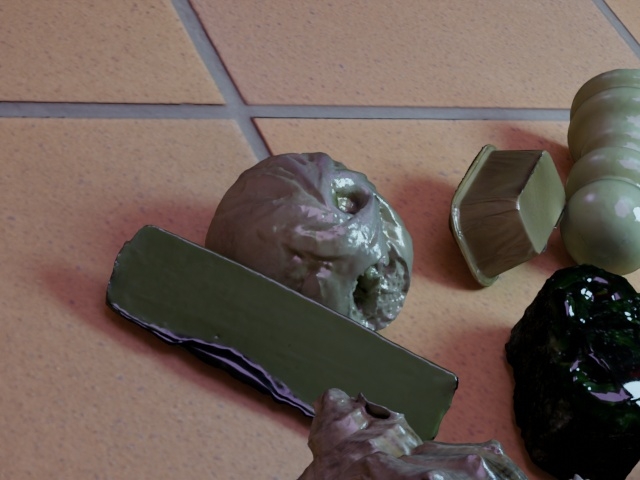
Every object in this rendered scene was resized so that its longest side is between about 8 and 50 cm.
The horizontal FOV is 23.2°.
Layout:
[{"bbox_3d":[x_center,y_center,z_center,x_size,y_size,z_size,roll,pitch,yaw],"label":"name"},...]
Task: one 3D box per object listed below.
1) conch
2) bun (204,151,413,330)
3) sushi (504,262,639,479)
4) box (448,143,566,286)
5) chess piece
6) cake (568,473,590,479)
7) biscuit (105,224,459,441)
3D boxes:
[{"bbox_3d":[0.098,0.226,1.194,0.291,0.210,0.159,49,52,5],"label":"conch"},{"bbox_3d":[0.000,0.000,1.460,0.193,0.128,0.178,39,38,14],"label":"bun"},{"bbox_3d":[0.253,0.119,1.458,0.124,0.127,0.225,17,36,-10],"label":"sushi"},{"bbox_3d":[0.188,-0.030,1.621,0.111,0.111,0.177,30,37,6],"label":"box"},{"bbox_3d":[0.331,-0.062,1.718,0.144,0.144,0.251,23,42,-2],"label":"chess piece"},{"bbox_3d":[0.245,0.265,1.208,0.134,0.147,0.135,12,-3,5],"label":"cake"},{"bbox_3d":[-0.038,0.091,1.379,0.322,0.038,0.099,26,76,3],"label":"biscuit"}]
